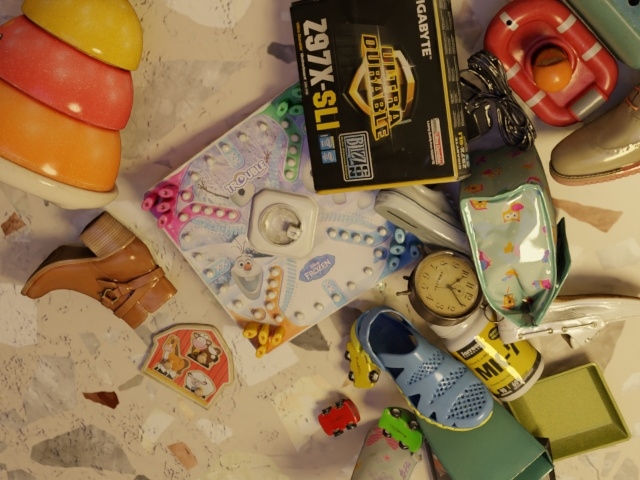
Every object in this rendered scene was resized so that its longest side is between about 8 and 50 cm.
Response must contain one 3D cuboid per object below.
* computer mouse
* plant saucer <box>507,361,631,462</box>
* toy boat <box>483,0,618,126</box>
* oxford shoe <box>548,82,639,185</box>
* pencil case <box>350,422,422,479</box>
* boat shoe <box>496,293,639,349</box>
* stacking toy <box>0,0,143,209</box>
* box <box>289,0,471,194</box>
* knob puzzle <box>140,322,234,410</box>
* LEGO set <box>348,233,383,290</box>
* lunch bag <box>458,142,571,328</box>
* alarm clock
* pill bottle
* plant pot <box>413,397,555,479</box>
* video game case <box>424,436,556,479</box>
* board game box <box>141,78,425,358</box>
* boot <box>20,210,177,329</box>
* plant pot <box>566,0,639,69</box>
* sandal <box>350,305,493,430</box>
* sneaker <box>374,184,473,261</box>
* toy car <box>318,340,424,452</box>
[{"bbox_3d":[0.214,-0.203,1.467,0.272,0.072,0.189,-20,116,32],"label":"computer mouse"},{"bbox_3d":[0.477,0.327,1.686,0.188,0.045,0.188,-23,108,21],"label":"plant saucer"},{"bbox_3d":[0.362,-0.278,1.371,0.231,0.151,0.151,43,115,-10],"label":"toy boat"},{"bbox_3d":[0.525,-0.225,1.354,0.396,0.141,0.146,-30,126,12],"label":"oxford shoe"},{"bbox_3d":[0.118,0.482,1.709,0.124,0.273,0.114,25,123,5],"label":"pencil case"},{"bbox_3d":[0.453,0.146,1.554,0.276,0.098,0.096,-3,88,4],"label":"boat shoe"},{"bbox_3d":[-0.419,-0.325,1.478,0.350,0.350,0.480,29,98,-2],"label":"stacking toy"},{"bbox_3d":[0.095,-0.246,1.405,0.257,0.079,0.322,-3,98,31],"label":"box"},{"bbox_3d":[-0.267,0.253,1.814,0.213,0.030,0.213,5,115,10],"label":"knob puzzle"},{"bbox_3d":[0.000,0.000,1.646,0.244,0.060,0.183,1,105,8],"label":"LEGO set"},{"bbox_3d":[0.331,-0.009,1.461,0.160,0.223,0.262,-14,112,17],"label":"lunch bag"},{"bbox_3d":[0.236,0.094,1.525,0.192,0.129,0.064,25,157,5],"label":"alarm clock"},{"bbox_3d":[0.304,0.190,1.617,0.208,0.119,0.119,43,115,-9],"label":"pill bottle"},{"bbox_3d":[0.291,0.373,1.631,0.165,0.166,0.234,-40,58,-1],"label":"plant pot"},{"bbox_3d":[0.358,0.515,1.774,0.248,0.035,0.275,-3,116,25],"label":"video game case"},{"bbox_3d":[-0.072,-0.027,1.590,0.389,0.050,0.390,-34,100,15],"label":"board game box"},{"bbox_3d":[-0.445,0.093,1.748,0.283,0.109,0.220,-36,107,16],"label":"boot"},{"bbox_3d":[0.468,-0.396,1.240,0.247,0.252,0.248,44,115,-9],"label":"plant pot"},{"bbox_3d":[0.174,0.225,1.578,0.317,0.126,0.138,34,164,23],"label":"sandal"},{"bbox_3d":[0.211,-0.042,1.536,0.258,0.091,0.094,32,159,-30],"label":"sneaker"},{"bbox_3d":[0.118,0.333,1.720,0.225,0.053,0.239,33,120,27],"label":"toy car"}]
